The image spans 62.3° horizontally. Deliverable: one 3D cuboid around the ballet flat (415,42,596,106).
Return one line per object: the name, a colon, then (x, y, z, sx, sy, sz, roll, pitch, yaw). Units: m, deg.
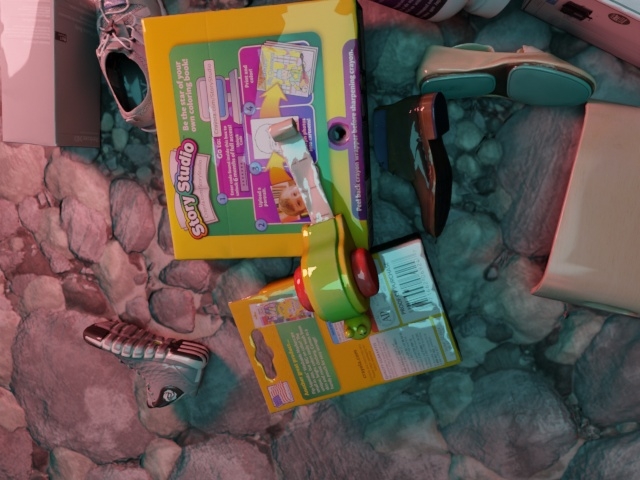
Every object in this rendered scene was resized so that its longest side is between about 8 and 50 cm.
ballet flat: (0.265, -0.248, 0.766, 0.248, 0.086, 0.086, 7, 100, 10)

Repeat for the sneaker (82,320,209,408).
sneaker: (-0.318, 0.231, 0.938, 0.228, 0.086, 0.132, 14, 104, 6)

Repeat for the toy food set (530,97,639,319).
toy food set: (0.455, -0.042, 0.770, 0.219, 0.092, 0.306, 13, 93, 7)

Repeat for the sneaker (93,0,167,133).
sneaker: (-0.296, -0.311, 0.827, 0.105, 0.115, 0.281, -16, 96, 12)

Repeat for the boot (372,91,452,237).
boot: (0.142, -0.114, 0.822, 0.106, 0.082, 0.219, 5, 108, 32)

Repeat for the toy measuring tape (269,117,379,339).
toy measuring tape: (0.000, 0.000, 0.723, 0.121, 0.121, 0.330, -18, 106, 12)

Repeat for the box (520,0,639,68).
box: (0.424, -0.296, 0.682, 0.290, 0.169, 0.087, 28, 103, 3)

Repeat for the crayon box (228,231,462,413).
crayon box: (0.039, 0.135, 0.861, 0.322, 0.083, 0.203, -19, 96, 11)

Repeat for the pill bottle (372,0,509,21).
pill bottle: (0.102, -0.402, 0.688, 0.322, 0.181, 0.182, 14, 102, -14)

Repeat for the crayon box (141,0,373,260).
crayon box: (-0.085, -0.157, 0.814, 0.313, 0.106, 0.363, -1, 103, 11)

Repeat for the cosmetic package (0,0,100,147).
cosmetic package: (-0.430, -0.270, 0.853, 0.107, 0.127, 0.238, 4, 102, 10)
